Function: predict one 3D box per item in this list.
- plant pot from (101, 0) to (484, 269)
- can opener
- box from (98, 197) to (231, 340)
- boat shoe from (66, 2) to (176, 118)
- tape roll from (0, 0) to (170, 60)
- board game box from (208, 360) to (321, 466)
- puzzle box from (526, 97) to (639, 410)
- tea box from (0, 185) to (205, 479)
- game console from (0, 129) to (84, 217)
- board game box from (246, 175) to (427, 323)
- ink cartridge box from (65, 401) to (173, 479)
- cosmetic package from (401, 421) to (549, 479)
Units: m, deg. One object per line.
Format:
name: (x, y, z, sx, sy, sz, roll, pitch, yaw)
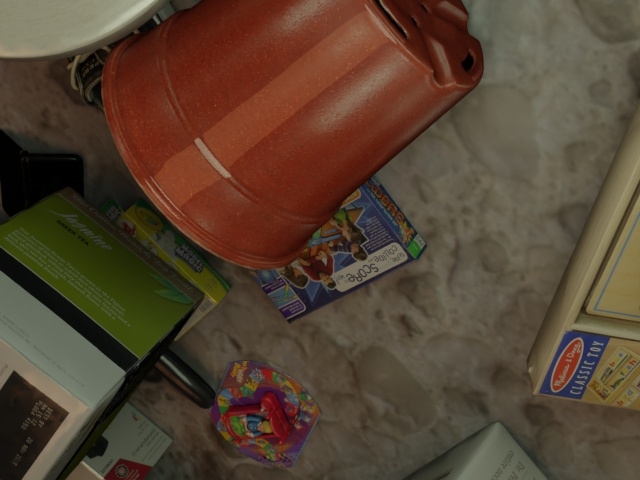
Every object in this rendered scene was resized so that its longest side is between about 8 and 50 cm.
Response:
plant pot: (-0.012, -0.154, 1.120, 0.265, 0.272, 0.272, -35, 101, 30)
can opener: (-0.207, 0.149, 1.535, 0.186, 0.059, 0.073, 37, 103, -11)
box: (-0.205, 0.029, 1.461, 0.179, 0.043, 0.105, 44, 130, -7)
boat shoe: (-0.205, -0.191, 1.267, 0.335, 0.119, 0.121, 45, 129, -6)
tape roll: (-0.275, -0.354, 1.084, 0.392, 0.072, 0.391, 0, 94, -4)
board game box: (-0.080, 0.229, 1.533, 0.133, 0.033, 0.168, 30, 129, 6)
puzzle box: (0.373, 0.000, 1.072, 0.272, 0.052, 0.408, 9, 127, -7)
tea box: (-0.344, 0.162, 1.339, 0.220, 0.323, 0.329, 39, 112, 1)
game console: (-0.343, -0.069, 1.488, 0.107, 0.071, 0.122, 0, 126, -8)
board game box: (0.000, 0.000, 1.341, 0.201, 0.035, 0.136, -28, 105, 37)
ink cartridge box: (-0.307, 0.265, 1.610, 0.175, 0.127, 0.072, 40, 130, -2)
cosmetic package: (0.161, 0.494, 1.363, 0.393, 0.329, 0.327, 50, 128, 2)
